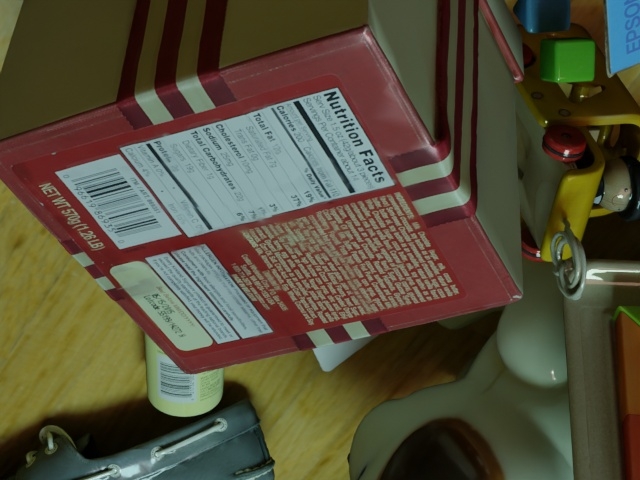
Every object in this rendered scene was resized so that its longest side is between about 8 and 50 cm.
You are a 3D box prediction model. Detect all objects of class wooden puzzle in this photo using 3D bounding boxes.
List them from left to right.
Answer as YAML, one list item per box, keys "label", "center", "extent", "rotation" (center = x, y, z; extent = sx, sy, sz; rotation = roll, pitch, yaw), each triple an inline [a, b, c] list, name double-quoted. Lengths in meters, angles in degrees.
- label: "wooden puzzle"
  center: [0.273, 0.124, 0.871]
  extent: [0.221, 0.238, 0.044]
  rotation: [3, 154, 0]

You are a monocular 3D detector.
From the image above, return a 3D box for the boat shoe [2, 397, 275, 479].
- label: "boat shoe"
  center: [-0.197, 0.198, 1.126]
  extent: [0.319, 0.116, 0.099]
  rotation: [-8, 90, -1]

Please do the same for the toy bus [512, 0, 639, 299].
- label: "toy bus"
  center: [0.176, -0.063, 0.925]
  extent: [0.104, 0.191, 0.202]
  rotation: [-5, 88, -13]

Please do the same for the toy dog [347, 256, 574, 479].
- label: "toy dog"
  center: [0.209, 0.174, 1.019]
  extent: [0.408, 0.395, 0.284]
  rotation: [-20, 143, -11]

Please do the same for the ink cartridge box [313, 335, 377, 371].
- label: "ink cartridge box"
  center: [0.000, 0.000, 0.989]
  extent: [0.104, 0.061, 0.181]
  rotation: [-36, 134, -12]

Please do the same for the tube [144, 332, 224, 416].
- label: "tube"
  center: [-0.099, 0.024, 1.009]
  extent: [0.062, 0.070, 0.240]
  rotation: [20, 129, 21]

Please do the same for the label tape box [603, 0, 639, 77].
- label: "label tape box"
  center: [0.294, -0.271, 0.809]
  extent: [0.334, 0.106, 0.240]
  rotation: [-20, 133, -6]

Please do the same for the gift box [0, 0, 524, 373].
- label: "gift box"
  center: [-0.044, -0.105, 0.778]
  extent: [0.276, 0.258, 0.255]
  rotation: [-10, 138, 19]
